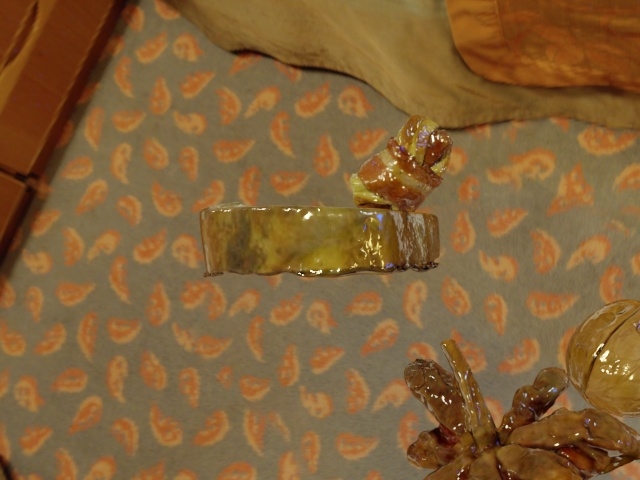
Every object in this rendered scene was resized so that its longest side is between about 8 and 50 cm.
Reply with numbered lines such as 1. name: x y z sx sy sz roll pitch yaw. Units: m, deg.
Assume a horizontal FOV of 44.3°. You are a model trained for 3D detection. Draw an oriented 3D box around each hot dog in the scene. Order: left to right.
1. hot dog: 0.147 -0.113 1.374 0.213 0.146 0.103 -48 36 25

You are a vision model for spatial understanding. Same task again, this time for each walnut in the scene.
1. walnut: 0.468 0.179 1.202 0.207 0.167 0.167 -29 65 -30

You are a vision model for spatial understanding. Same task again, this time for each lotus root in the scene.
1. lotus root: 0.000 0.000 1.147 0.374 0.390 0.111 2 89 -21

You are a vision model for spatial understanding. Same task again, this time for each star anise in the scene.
1. star anise: 0.129 0.165 0.568 0.212 0.111 0.196 17 72 31
